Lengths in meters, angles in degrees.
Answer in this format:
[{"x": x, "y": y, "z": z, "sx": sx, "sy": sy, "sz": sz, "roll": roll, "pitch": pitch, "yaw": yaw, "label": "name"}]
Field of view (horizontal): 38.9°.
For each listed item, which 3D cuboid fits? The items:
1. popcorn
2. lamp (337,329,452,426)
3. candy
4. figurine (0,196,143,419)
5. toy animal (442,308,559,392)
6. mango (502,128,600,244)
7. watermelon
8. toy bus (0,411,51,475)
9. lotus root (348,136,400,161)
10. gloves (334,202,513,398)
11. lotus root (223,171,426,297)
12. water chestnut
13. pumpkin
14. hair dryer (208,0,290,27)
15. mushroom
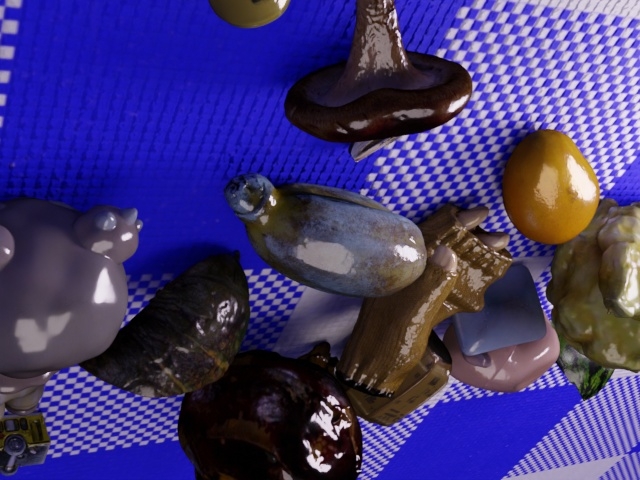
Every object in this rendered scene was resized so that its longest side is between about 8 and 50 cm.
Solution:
[{"x": 0.513, "y": 0.079, "z": 1.532, "sx": 0.335, "sy": 0.274, "sz": 0.279, "roll": -36, "pitch": 175, "yaw": -35, "label": "popcorn"}, {"x": 0.130, "y": 0.228, "z": 1.598, "sx": 0.185, "sy": 0.161, "sz": 0.161, "roll": -38, "pitch": 144, "yaw": 15, "label": "lamp"}, {"x": 0.307, "y": 0.119, "z": 1.583, "sx": 0.174, "sy": 0.138, "sz": 0.071, "roll": -9, "pitch": 167, "yaw": -23, "label": "candy"}, {"x": -0.362, "y": 0.100, "z": 1.091, "sx": 0.248, "sy": 0.203, "sz": 0.381, "roll": -3, "pitch": 142, "yaw": -33, "label": "figurine"}, {"x": 0.333, "y": 0.208, "z": 1.698, "sx": 0.250, "sy": 0.154, "sz": 0.166, "roll": 1, "pitch": 147, "yaw": -28, "label": "toy animal"}, {"x": 0.342, "y": -0.083, "z": 1.363, "sx": 0.144, "sy": 0.112, "sz": 0.219, "roll": -26, "pitch": 134, "yaw": 3, "label": "mango"}, {"x": 0.529, "y": 0.216, "z": 1.870, "sx": 0.137, "sy": 0.193, "sz": 0.145, "roll": 10, "pitch": 161, "yaw": 35, "label": "watermelon"}, {"x": -0.536, "y": 0.320, "z": 1.391, "sx": 0.226, "sy": 0.074, "sz": 0.081, "roll": -1, "pitch": 138, "yaw": -29, "label": "toy bus"}, {"x": 0.074, "y": -0.136, "z": 1.192, "sx": 0.083, "sy": 0.030, "sz": 0.037, "roll": -28, "pitch": 175, "yaw": 10, "label": "lotus root"}, {"x": 0.149, "y": 0.088, "z": 1.417, "sx": 0.356, "sy": 0.155, "sz": 0.203, "roll": -50, "pitch": 159, "yaw": 10, "label": "gloves"}, {"x": 0.000, "y": 0.000, "z": 1.216, "sx": 0.322, "sy": 0.158, "sz": 0.140, "roll": 14, "pitch": 105, "yaw": -36, "label": "lotus root"}, {"x": -0.070, "y": 0.302, "z": 1.495, "sx": 0.335, "sy": 0.347, "sz": 0.335, "roll": 12, "pitch": 140, "yaw": 10, "label": "water chestnut"}, {"x": -0.171, "y": 0.112, "z": 1.236, "sx": 0.278, "sy": 0.111, "sz": 0.163, "roll": -8, "pitch": 129, "yaw": -53, "label": "pumpkin"}, {"x": 0.006, "y": -0.318, "z": 0.871, "sx": 0.278, "sy": 0.090, "sz": 0.135, "roll": -28, "pitch": 145, "yaw": -6, "label": "hair dryer"}, {"x": 0.071, "y": -0.224, "z": 1.011, "sx": 0.226, "sy": 0.148, "sz": 0.218, "roll": -16, "pitch": 129, "yaw": -21, "label": "mushroom"}]
